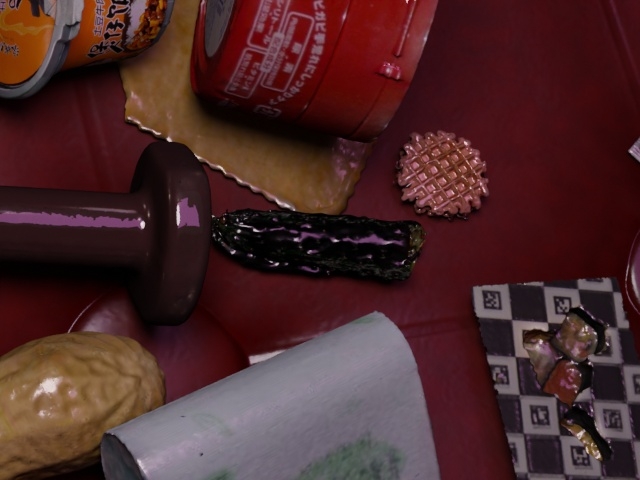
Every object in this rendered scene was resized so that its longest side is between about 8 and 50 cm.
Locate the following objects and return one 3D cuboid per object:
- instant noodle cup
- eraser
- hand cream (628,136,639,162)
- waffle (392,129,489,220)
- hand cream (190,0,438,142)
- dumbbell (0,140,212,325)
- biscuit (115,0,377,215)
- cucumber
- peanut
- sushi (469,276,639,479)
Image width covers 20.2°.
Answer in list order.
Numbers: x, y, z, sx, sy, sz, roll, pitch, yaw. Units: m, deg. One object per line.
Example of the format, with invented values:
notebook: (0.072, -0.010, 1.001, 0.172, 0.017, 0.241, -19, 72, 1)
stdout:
instant noodle cup: (-0.189, -0.198, 1.353, 0.125, 0.177, 0.208, -7, 36, -39)
eraser: (-0.030, 0.169, 1.275, 0.227, 0.081, 0.174, -23, 113, -28)
hand cream: (0.433, -0.015, 1.575, 0.336, 0.076, 0.121, 38, 59, 4)
waffle: (0.098, -0.054, 1.473, 0.083, 0.029, 0.075, 8, 66, -16)
hand cream: (-0.006, -0.195, 1.365, 0.149, 0.230, 0.230, 12, 65, -16)
dumbbell: (-0.196, -0.010, 1.278, 0.225, 0.140, 0.124, 4, 110, -19)
biscuit: (-0.046, -0.152, 1.466, 0.232, 0.013, 0.237, 29, 61, -8)
cucumber: (0.000, 0.000, 1.403, 0.181, 0.053, 0.053, 7, 67, -17)
peanut: (-0.212, 0.120, 1.238, 0.226, 0.108, 0.095, -15, 67, -23)
sushi: (0.196, 0.130, 1.435, 0.139, 0.031, 0.201, -3, 67, -22)
